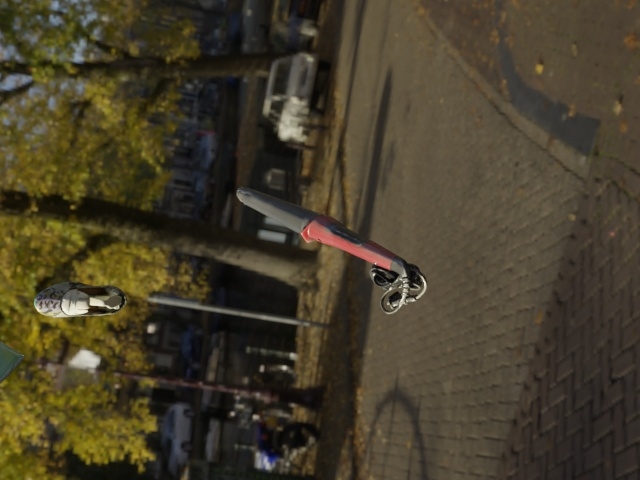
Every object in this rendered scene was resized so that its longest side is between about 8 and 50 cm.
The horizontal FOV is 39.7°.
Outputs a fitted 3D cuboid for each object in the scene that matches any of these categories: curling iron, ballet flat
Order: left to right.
[{"bbox_3d":[-0.263,0.067,0.996,0.041,0.114,0.041,-1,89,37],"label":"ballet flat"},{"bbox_3d":[0.000,0.000,0.953,0.274,0.035,0.068,29,130,34],"label":"curling iron"}]

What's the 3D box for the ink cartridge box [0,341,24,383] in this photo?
[{"bbox_3d":[-0.223,0.139,0.432,0.109,0.062,0.209,14,57,45],"label":"ink cartridge box"}]
